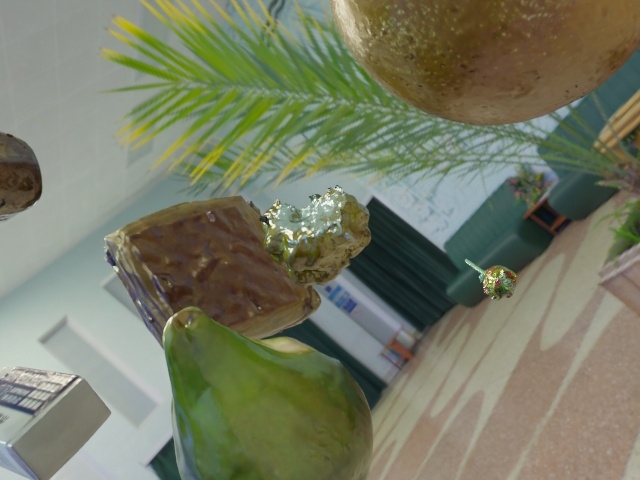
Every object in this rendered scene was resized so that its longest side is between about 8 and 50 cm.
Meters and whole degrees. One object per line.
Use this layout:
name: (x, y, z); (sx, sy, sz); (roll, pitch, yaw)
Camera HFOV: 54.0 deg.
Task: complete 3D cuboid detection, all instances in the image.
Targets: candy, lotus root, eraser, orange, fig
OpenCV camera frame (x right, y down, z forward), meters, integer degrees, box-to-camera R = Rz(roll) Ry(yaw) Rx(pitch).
candy: (0.304, 0.060, 1.163); (0.060, 0.060, 0.201); (-51, 12, 4)
lotus root: (-0.394, -0.078, 0.746); (0.122, 0.112, 0.081); (-21, -3, 35)
eraser: (-0.422, 0.250, 0.887); (0.279, 0.081, 0.124); (-7, 31, 43)
orange: (0.132, -0.225, 0.499); (0.274, 0.274, 0.274); (-50, -5, -7)
fig: (-0.075, 0.167, 0.614); (0.206, 0.275, 0.206); (-24, 36, 19)

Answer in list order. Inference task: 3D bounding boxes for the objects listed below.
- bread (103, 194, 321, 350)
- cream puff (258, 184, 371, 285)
bread: (-0.195, 0.078, 1.098); (0.325, 0.277, 0.167); (-20, -20, -45)
cream puff: (0.000, 0.001, 0.857); (0.156, 0.156, 0.121); (122, 149, -53)
